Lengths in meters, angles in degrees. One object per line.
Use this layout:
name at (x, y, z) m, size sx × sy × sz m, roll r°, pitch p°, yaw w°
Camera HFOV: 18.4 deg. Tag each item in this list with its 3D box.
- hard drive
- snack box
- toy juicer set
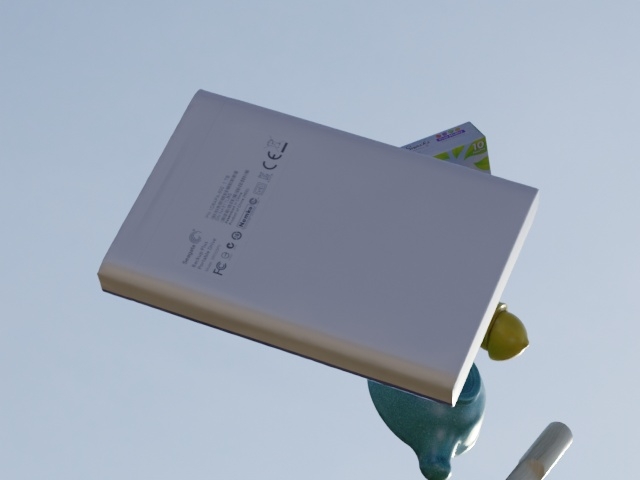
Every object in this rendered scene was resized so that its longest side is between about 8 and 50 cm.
hard drive at (0.000, 0.000, 1.676) m, size 0.318 × 0.210 × 0.040 m, roll 17°, pitch -30°, yaw 15°
snack box at (0.093, -0.043, 1.874) m, size 0.141 × 0.037 × 0.100 m, roll -21°, pitch -54°, yaw -12°
toy juicer set at (0.133, 0.145, 1.959) m, size 0.089 × 0.209 × 0.329 m, roll -45°, pitch -113°, yaw 41°
